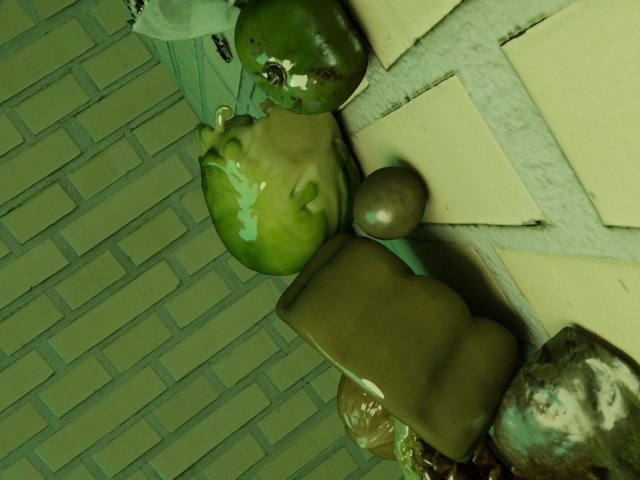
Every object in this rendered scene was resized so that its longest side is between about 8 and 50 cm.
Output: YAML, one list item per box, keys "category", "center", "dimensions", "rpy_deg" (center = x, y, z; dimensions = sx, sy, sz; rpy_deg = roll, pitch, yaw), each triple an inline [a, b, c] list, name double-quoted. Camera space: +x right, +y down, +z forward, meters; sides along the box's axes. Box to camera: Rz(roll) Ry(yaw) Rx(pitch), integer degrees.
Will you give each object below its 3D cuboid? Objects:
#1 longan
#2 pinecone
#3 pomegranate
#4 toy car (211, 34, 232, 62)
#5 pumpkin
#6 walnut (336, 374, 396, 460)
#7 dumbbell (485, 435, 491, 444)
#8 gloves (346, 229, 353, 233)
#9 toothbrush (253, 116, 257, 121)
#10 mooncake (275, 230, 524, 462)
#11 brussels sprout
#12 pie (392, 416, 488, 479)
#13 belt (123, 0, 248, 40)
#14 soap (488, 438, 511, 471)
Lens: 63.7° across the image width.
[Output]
- category: "longan"
  center: [0.092, -0.054, 0.721]
  dimensions: [0.106, 0.106, 0.119]
  rpy_deg: [59, 176, -34]
- category: "pinecone"
  center: [0.331, 0.457, 0.940]
  dimensions: [0.309, 0.244, 0.244]
  rpy_deg: [15, 146, 43]
- category: "pomegranate"
  center: [-0.026, -0.224, 0.616]
  dimensions: [0.152, 0.131, 0.191]
  rpy_deg: [53, 180, -18]
- category: "toy car"
  center: [-0.229, -0.450, 1.199]
  dimensions: [0.041, 0.025, 0.093]
  rpy_deg: [51, 175, 9]
- category: "pumpkin"
  center: [0.318, 0.263, 0.613]
  dimensions: [0.169, 0.148, 0.312]
  rpy_deg: [51, 177, 47]
- category: "walnut"
  center: [0.193, 0.428, 1.408]
  dimensions: [0.333, 0.333, 0.333]
  rpy_deg: [53, 172, 11]
- category: "dumbbell"
  center: [0.381, 0.572, 1.541]
  dimensions: [0.156, 0.143, 0.316]
  rpy_deg: [58, 172, -25]
- category: "gloves"
  center: [0.006, -0.005, 1.280]
  dimensions: [0.312, 0.135, 0.210]
  rpy_deg: [51, 157, 13]
- category: "toothbrush"
  center: [-0.165, -0.313, 1.476]
  dimensions: [0.097, 0.006, 0.008]
  rpy_deg: [57, 168, -23]
- category: "mooncake"
  center: [0.124, 0.147, 0.802]
  dimensions: [0.378, 0.201, 0.378]
  rpy_deg: [37, 172, 6]
- category: "brussels sprout"
  center: [-0.070, -0.100, 0.927]
  dimensions: [0.315, 0.275, 0.371]
  rpy_deg: [67, 165, 0]
- category: "pie"
  center: [0.267, 0.423, 1.149]
  dimensions: [0.078, 0.296, 0.371]
  rpy_deg: [-10, 122, 45]
- category: "belt"
  center: [-0.141, -0.332, 0.541]
  dimensions: [0.150, 0.207, 0.257]
  rpy_deg: [55, 165, 8]
- category: "soap"
  center: [0.477, 0.549, 1.105]
  dimensions: [0.259, 0.081, 0.181]
  rpy_deg: [47, 169, 41]
